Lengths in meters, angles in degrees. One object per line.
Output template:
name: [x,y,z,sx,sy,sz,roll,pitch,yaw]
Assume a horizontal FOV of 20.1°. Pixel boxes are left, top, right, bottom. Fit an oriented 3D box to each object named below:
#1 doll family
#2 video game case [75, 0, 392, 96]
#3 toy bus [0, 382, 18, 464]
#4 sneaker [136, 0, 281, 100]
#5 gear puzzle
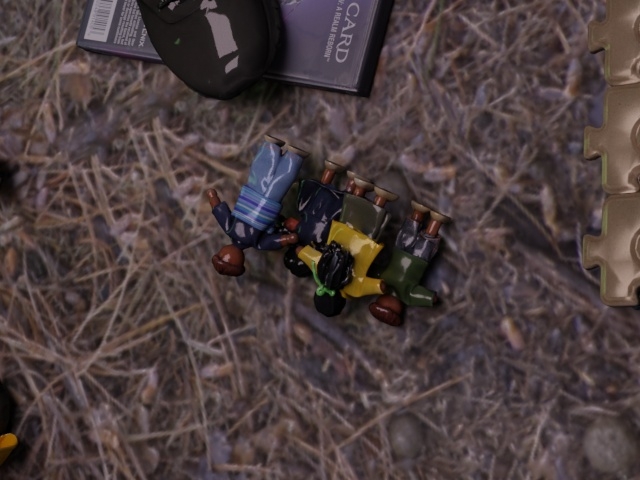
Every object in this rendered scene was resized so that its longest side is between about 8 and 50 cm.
doll family: [0.000,0.000,1.345,0.193,0.076,0.111,28,97,34]
video game case: [-0.060,-0.230,1.450,0.274,0.026,0.196,12,85,28]
toy bus: [-0.385,0.160,1.478,0.220,0.149,0.211,46,114,25]
sneaker: [-0.129,-0.233,1.400,0.109,0.130,0.286,-34,67,15]
gear puzzle: [0.273,-0.115,1.246,0.175,0.044,0.339,-4,74,29]
